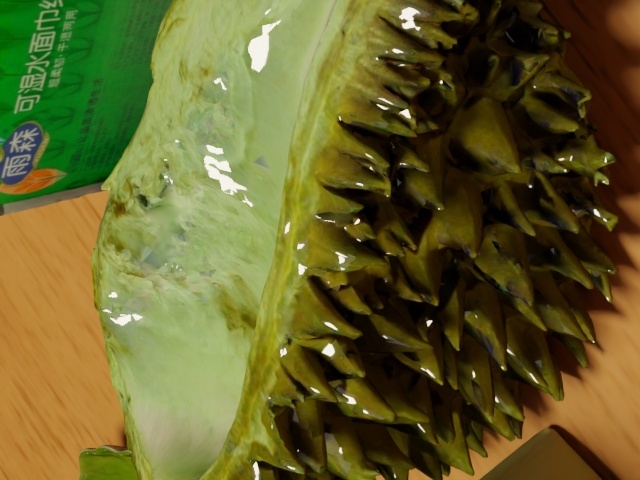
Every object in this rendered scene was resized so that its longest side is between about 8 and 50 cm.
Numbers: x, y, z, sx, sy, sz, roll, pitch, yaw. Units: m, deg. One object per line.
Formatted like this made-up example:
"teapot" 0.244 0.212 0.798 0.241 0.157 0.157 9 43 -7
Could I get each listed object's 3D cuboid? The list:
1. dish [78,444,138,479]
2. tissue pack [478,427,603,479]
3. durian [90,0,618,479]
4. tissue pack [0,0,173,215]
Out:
"dish" -0.077 0.153 0.983 0.137 0.039 0.091 -1 108 45
"tissue pack" 0.062 0.208 0.724 0.159 0.234 0.125 47 136 14
"durian" 0.010 -0.002 0.739 0.198 0.163 0.394 56 144 34
"tissue pack" -0.116 -0.141 0.758 0.156 0.148 0.209 54 143 26
